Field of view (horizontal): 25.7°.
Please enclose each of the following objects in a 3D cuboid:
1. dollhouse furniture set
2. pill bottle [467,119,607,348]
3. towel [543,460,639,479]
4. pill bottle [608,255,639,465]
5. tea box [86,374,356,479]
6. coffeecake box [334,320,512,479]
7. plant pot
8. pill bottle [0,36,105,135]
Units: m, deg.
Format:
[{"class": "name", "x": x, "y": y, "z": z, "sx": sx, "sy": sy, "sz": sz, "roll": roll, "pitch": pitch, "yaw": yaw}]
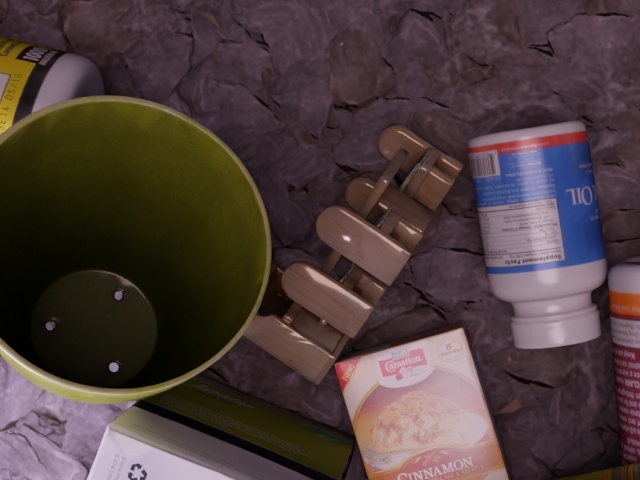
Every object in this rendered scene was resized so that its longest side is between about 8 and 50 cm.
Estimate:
[{"class": "dollhouse furniture set", "x": 0.000, "y": 0.000, "z": 1.421, "sx": 0.161, "sy": 0.212, "sz": 0.242, "roll": 34, "pitch": 123, "yaw": 2}, {"class": "pill bottle", "x": 0.227, "y": -0.006, "z": 1.437, "sx": 0.124, "sy": 0.124, "sz": 0.221, "roll": -9, "pitch": 93, "yaw": 6}, {"class": "towel", "x": 0.281, "y": 0.279, "z": 1.395, "sx": 0.021, "sy": 0.237, "sz": 0.102, "roll": -2, "pitch": 77, "yaw": -18}, {"class": "pill bottle", "x": 0.407, "y": 0.208, "z": 1.381, "sx": 0.224, "sy": 0.224, "sz": 0.392, "roll": -4, "pitch": 93, "yaw": 6}, {"class": "tea box", "x": -0.129, "y": 0.336, "z": 1.392, "sx": 0.220, "sy": 0.323, "sz": 0.329, "roll": 22, "pitch": 95, "yaw": 5}, {"class": "coffeecake box", "x": 0.110, "y": 0.195, "z": 1.488, "sx": 0.142, "sy": 0.068, "sz": 0.185, "roll": -17, "pitch": 91, "yaw": 7}, {"class": "plant pot", "x": -0.210, "y": 0.045, "z": 1.347, "sx": 0.275, "sy": 0.293, "sz": 0.274, "roll": 4, "pitch": 70, "yaw": -12}, {"class": "pill bottle", "x": -0.410, "y": -0.134, "z": 1.462, "sx": 0.334, "sy": 0.188, "sz": 0.187, "roll": 13, "pitch": 95, "yaw": 4}]
